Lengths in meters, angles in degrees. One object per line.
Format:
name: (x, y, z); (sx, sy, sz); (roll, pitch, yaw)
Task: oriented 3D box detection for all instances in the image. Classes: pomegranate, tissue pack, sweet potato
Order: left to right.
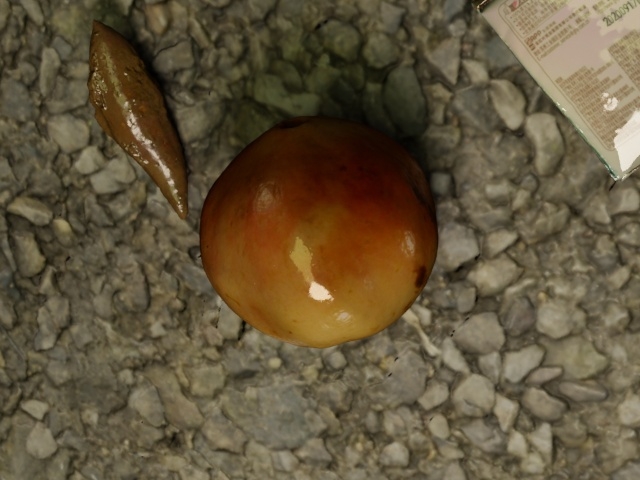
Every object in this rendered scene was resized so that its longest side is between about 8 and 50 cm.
sweet potato: (-0.170, -0.111, 1.373); (0.068, 0.060, 0.205); (-27, 105, 5)
pomegranate: (-0.003, -0.006, 1.259); (0.209, 0.209, 0.209); (8, 111, 20)
tissue pack: (0.267, -0.189, 1.124); (0.225, 0.124, 0.185); (-38, 91, 29)
